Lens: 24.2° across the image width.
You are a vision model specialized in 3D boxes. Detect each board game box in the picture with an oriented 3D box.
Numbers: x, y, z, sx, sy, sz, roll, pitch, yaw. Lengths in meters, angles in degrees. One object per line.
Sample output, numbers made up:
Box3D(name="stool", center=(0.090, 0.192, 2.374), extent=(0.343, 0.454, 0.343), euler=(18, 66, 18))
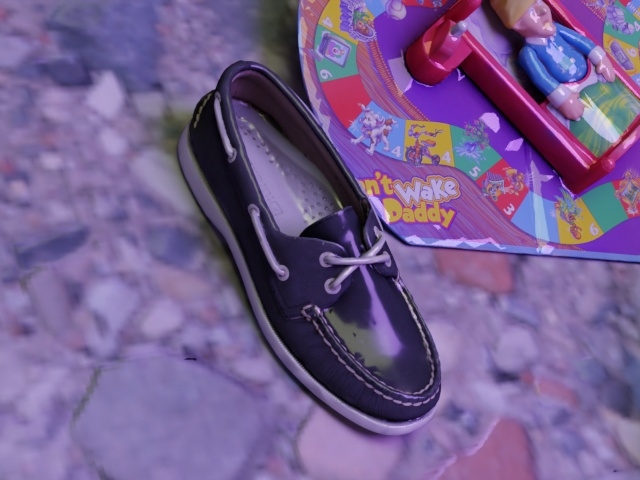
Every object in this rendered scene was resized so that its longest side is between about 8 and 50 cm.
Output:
Box3D(name="board game box", center=(0.076, -0.063, 0.518), extent=(0.169, 0.033, 0.133), euler=(5, 69, -23))

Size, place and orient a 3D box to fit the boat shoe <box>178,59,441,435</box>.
Box3D(name="boat shoe", center=(0.000, 0.000, 0.453), extent=(0.046, 0.038, 0.125), euler=(-15, 63, -34))
